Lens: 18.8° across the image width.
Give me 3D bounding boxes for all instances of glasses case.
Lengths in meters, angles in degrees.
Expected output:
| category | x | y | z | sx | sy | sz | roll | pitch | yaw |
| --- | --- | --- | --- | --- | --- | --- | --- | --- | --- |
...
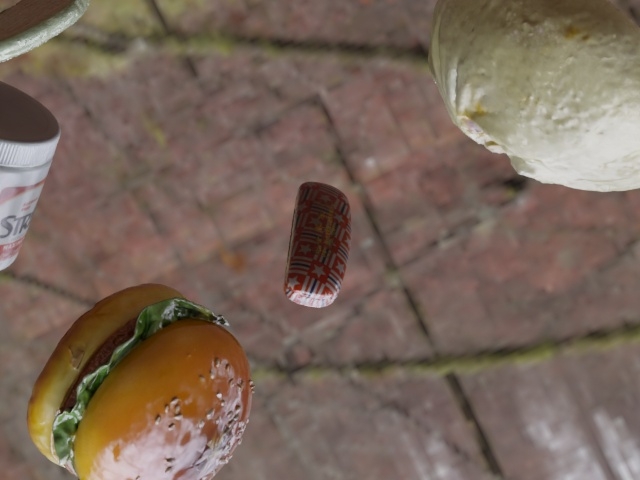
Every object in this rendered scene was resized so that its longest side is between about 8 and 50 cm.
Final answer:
| category | x | y | z | sx | sy | sz | roll | pitch | yaw |
| --- | --- | --- | --- | --- | --- | --- | --- | --- | --- |
| glasses case | 0.000 | 0.000 | 2.299 | 0.194 | 0.073 | 0.049 | -84 | -170 | -47 |

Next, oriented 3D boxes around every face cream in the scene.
| category | x | y | z | sx | sy | sz | roll | pitch | yaw |
| --- | --- | --- | --- | --- | --- | --- | --- | --- | --- |
| face cream | -0.433 | -0.082 | 2.314 | 0.187 | 0.201 | 0.201 | -67 | 167 | 21 |

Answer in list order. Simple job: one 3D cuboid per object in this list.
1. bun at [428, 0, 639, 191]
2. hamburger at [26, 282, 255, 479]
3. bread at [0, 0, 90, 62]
| category | x | y | z | sx | sy | sz | roll | pitch | yaw |
| --- | --- | --- | --- | --- | --- | --- | --- | --- | --- |
| bun | 0.158 | -0.104 | 1.384 | 0.127 | 0.222 | 0.222 | -50 | -171 | -12 |
| hamburger | -0.173 | 0.172 | 1.990 | 0.246 | 0.170 | 0.246 | -38 | 151 | -27 |
| bread | -0.294 | -0.217 | 1.972 | 0.112 | 0.036 | 0.193 | 0 | -148 | 44 |
